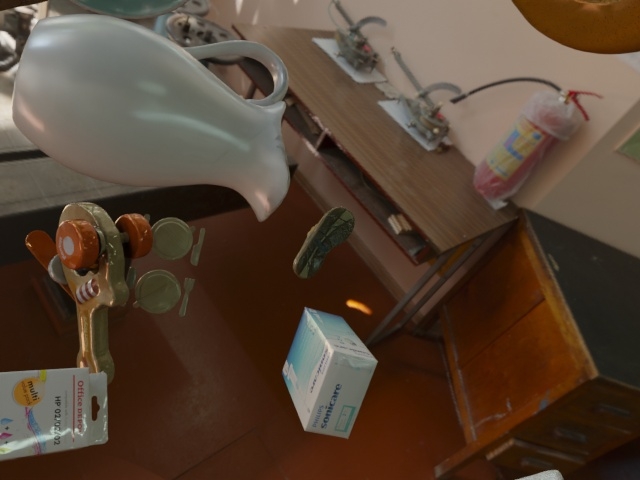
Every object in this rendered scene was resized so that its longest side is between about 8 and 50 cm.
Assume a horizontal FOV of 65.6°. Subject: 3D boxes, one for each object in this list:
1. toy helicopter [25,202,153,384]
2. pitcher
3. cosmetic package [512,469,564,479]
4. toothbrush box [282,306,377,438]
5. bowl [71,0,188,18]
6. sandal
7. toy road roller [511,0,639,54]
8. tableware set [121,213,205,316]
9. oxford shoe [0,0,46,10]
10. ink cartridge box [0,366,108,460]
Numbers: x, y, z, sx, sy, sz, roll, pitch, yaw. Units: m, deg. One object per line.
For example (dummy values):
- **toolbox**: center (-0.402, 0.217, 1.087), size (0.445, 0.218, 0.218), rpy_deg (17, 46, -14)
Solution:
- **toy helicopter**: center (-0.441, 0.105, 0.930), size (0.234, 0.356, 0.140), rpy_deg (9, 13, 32)
- **pitcher**: center (-0.126, -0.123, 0.426), size (0.207, 0.125, 0.178), rpy_deg (16, 61, -23)
- **cosmetic package**: center (0.201, 0.352, 0.471), size (0.151, 0.151, 0.184), rpy_deg (55, 18, -36)
- **toothbrush box**: center (0.012, 0.336, 1.312), size (0.126, 0.217, 0.295), rpy_deg (17, 7, -18)
- **bowl**: center (-0.326, -0.539, 0.789), size (0.311, 0.311, 0.163), rpy_deg (8, 54, -28)
- **sandal**: center (0.000, 0.000, 1.016), size (0.072, 0.049, 0.180), rpy_deg (47, 72, -27)
- **toy road roller**: center (0.273, -0.182, 0.294), size (0.202, 0.240, 0.330), rpy_deg (-40, 92, -17)
- **tableware set**: center (-0.316, 0.050, 1.008), size (0.128, 0.039, 0.194), rpy_deg (15, 85, -23)
- **oxford shoe**: center (-0.453, -0.267, 0.566), size (0.347, 0.123, 0.130), rpy_deg (-12, 77, -5)
- **ink cartridge box**: center (-0.365, 0.225, 0.651), size (0.181, 0.061, 0.105), rpy_deg (6, 65, -38)
